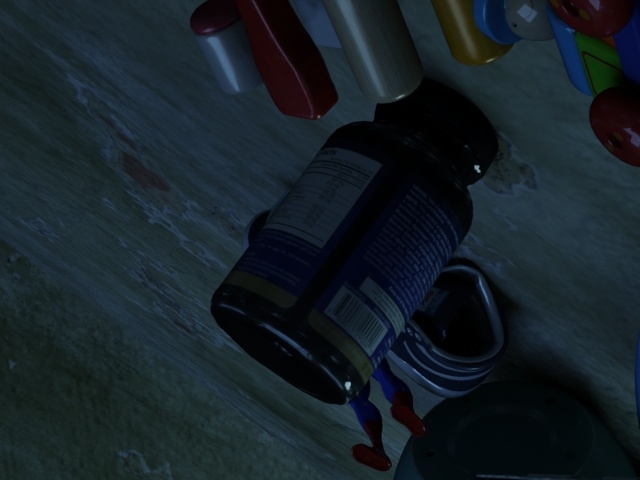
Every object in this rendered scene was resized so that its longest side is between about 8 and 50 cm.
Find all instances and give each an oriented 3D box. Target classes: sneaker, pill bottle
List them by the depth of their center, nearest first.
[{"bbox_3d":[0.031,-0.005,0.818,0.123,0.219,0.123,33,163,12],"label":"pill bottle"},{"bbox_3d":[0.055,0.043,1.110,0.282,0.099,0.153,34,162,2],"label":"sneaker"}]

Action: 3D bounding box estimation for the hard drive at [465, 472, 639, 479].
[{"bbox_3d":[0.280,0.181,0.674,0.339,0.064,0.237,8,168,-13],"label":"hard drive"}]

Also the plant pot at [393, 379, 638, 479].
[{"bbox_3d":[0.201,0.290,1.193,0.293,0.293,0.235,19,135,44],"label":"plant pot"}]

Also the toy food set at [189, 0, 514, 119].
[{"bbox_3d":[-0.006,-0.150,0.704,0.232,0.111,0.104,18,144,47],"label":"toy food set"}]

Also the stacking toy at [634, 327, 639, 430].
[{"bbox_3d":[0.332,0.074,0.626,0.302,0.175,0.166,11,170,21],"label":"stacking toy"}]

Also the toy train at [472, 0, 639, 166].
[{"bbox_3d":[0.107,-0.154,0.505,0.143,0.105,0.248,39,169,43],"label":"toy train"}]

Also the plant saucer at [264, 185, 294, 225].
[{"bbox_3d":[0.000,0.000,1.085,0.119,0.119,0.021,24,180,34],"label":"plant saucer"}]

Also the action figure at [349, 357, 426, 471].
[{"bbox_3d":[0.020,0.113,1.251,0.139,0.091,0.280,39,-166,-21],"label":"action figure"}]
